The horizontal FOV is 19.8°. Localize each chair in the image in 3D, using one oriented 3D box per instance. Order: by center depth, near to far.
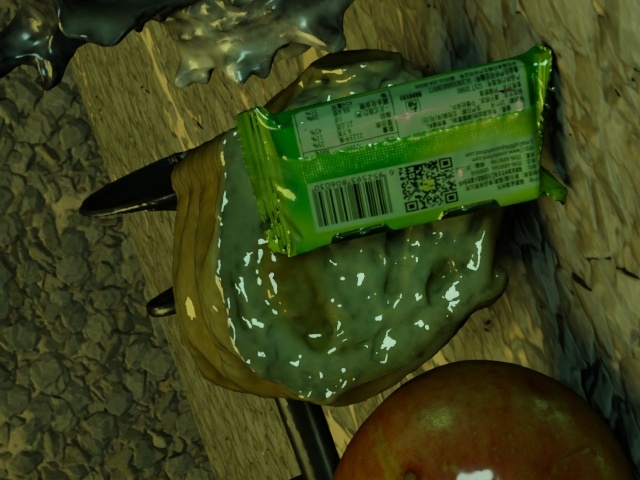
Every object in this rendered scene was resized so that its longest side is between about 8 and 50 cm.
[{"bbox_3d":[-0.023,0.118,1.480,0.226,0.226,0.401,-162,51,-74],"label":"chair"}]

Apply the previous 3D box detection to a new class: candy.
[{"bbox_3d":[0.047,-0.049,1.029,0.032,0.178,0.102,-101,-2,-58],"label":"candy"}]

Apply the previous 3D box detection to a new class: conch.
[{"bbox_3d":[-0.072,-0.171,1.075,0.240,0.313,0.186,48,136,40],"label":"conch"}]

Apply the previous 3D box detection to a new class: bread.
[{"bbox_3d":[0.005,-0.004,1.193,0.252,0.196,0.238,-152,64,-80],"label":"bread"}]

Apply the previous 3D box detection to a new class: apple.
[{"bbox_3d":[0.099,0.167,1.127,0.196,0.196,0.196,159,90,-77],"label":"apple"}]
